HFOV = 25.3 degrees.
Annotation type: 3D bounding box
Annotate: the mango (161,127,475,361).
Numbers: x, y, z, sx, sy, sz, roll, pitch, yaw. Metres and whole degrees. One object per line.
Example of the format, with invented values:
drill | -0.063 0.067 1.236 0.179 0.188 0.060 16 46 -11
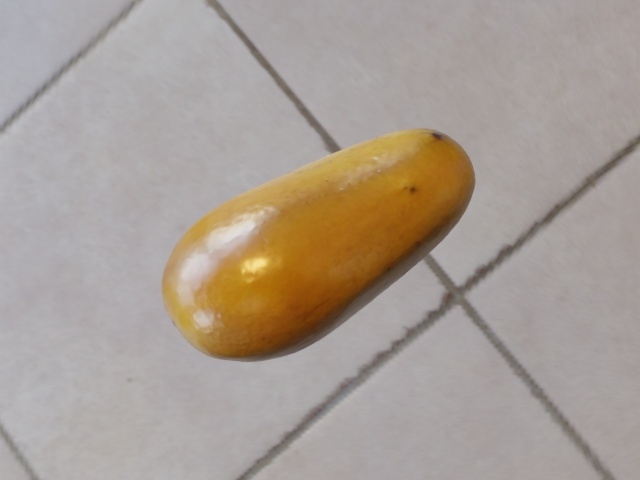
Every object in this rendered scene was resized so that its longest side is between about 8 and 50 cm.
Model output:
mango | -0.002 0.001 0.766 0.178 0.115 0.090 -33 93 -17
